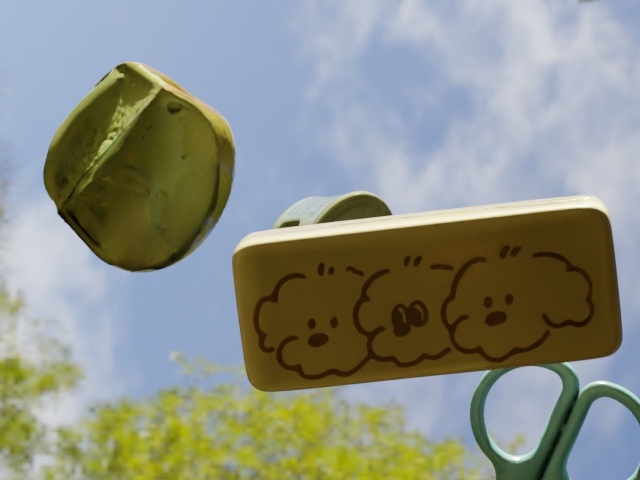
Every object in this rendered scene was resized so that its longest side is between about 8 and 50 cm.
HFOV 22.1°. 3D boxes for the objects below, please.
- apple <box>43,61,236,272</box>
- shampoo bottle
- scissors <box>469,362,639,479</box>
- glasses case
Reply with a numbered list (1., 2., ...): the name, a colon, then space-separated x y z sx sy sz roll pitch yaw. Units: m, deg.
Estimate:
1. apple: -0.179 -0.073 1.682 0.188 0.174 0.207 -48 -121 5
2. shampoo bottle: 0.000 0.000 1.867 0.118 0.087 0.234 -49 -167 -11
3. scissors: 0.177 0.335 1.644 0.192 0.029 0.447 24 -91 13
4. glasses case: 0.095 0.047 1.465 0.076 0.336 0.144 -57 139 -81
